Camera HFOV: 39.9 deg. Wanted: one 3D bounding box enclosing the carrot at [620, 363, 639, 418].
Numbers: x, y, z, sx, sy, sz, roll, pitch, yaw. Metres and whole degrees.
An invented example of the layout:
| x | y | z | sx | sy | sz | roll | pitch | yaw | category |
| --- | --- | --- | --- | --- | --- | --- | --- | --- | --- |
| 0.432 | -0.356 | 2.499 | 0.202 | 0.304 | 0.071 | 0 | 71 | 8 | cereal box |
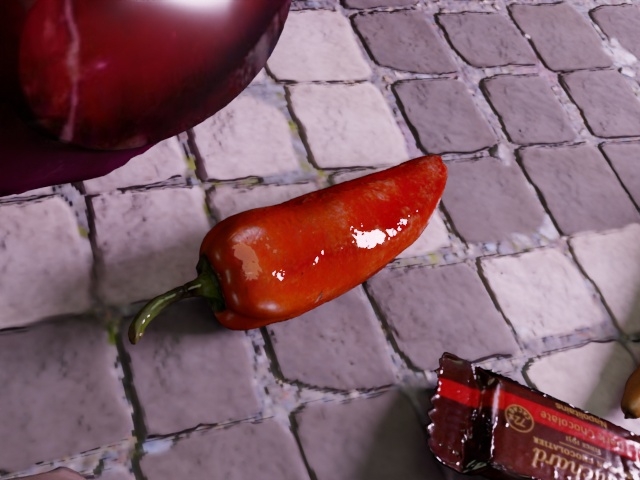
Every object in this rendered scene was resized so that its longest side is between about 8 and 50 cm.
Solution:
| x | y | z | sx | sy | sz | roll | pitch | yaw | category |
| --- | --- | --- | --- | --- | --- | --- | --- | --- | --- |
| 0.297 | 0.017 | 0.627 | 0.069 | 0.069 | 0.336 | 39 | 54 | 12 | carrot |

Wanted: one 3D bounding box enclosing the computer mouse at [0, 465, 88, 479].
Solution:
| x | y | z | sx | sy | sz | roll | pitch | yaw | category |
| --- | --- | --- | --- | --- | --- | --- | --- | --- | --- |
| -0.061 | 0.199 | 0.331 | 0.389 | 0.115 | 0.199 | 31 | 47 | 4 | computer mouse |

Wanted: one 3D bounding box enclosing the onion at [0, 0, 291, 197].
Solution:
| x | y | z | sx | sy | sz | roll | pitch | yaw | category |
| --- | --- | --- | --- | --- | --- | --- | --- | --- | --- |
| -0.238 | -0.213 | 0.491 | 0.398 | 0.398 | 0.420 | -28 | 25 | -34 | onion |

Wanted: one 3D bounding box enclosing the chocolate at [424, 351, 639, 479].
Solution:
| x | y | z | sx | sy | sz | roll | pitch | yaw | category |
| --- | --- | --- | --- | --- | --- | --- | --- | --- | --- |
| 0.144 | 0.127 | 0.512 | 0.183 | 0.028 | 0.086 | 20 | 43 | -5 | chocolate |

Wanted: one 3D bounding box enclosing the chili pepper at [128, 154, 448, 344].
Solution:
| x | y | z | sx | sy | sz | roll | pitch | yaw | category |
| --- | --- | --- | --- | --- | --- | --- | --- | --- | --- |
| 0.000 | 0.000 | 0.539 | 0.272 | 0.063 | 0.071 | -25 | 78 | -36 | chili pepper |
